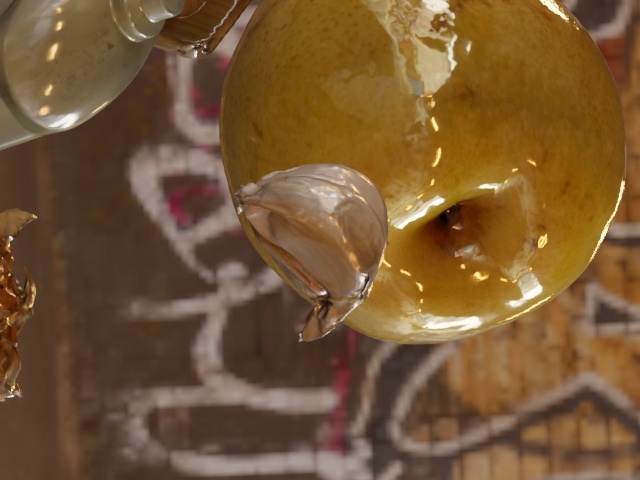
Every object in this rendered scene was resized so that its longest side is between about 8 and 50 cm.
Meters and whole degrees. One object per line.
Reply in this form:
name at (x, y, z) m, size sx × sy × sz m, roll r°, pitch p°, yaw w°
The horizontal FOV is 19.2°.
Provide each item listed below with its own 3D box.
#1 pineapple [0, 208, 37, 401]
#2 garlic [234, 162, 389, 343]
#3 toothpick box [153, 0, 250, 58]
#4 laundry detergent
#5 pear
pineapple at (-0.378, 0.049, 1.339) m, size 0.352 × 0.300 × 0.352 m, roll 20°, pitch 59°, yaw -38°
garlic at (0.000, -0.005, 1.046) m, size 0.094 × 0.074 × 0.113 m, roll 51°, pitch -21°, yaw -1°
toothpick box at (-0.116, -0.303, 1.216) m, size 0.187 × 0.190 × 0.308 m, roll -56°, pitch 161°, yaw -33°
laundry detergent at (-0.192, -0.127, 1.165) m, size 0.091 × 0.253 × 0.181 m, roll 57°, pitch 37°, yaw -33°
pear at (0.071, -0.078, 1.390) m, size 0.314 × 0.314 × 0.314 m, roll -2°, pitch 90°, yaw -87°
